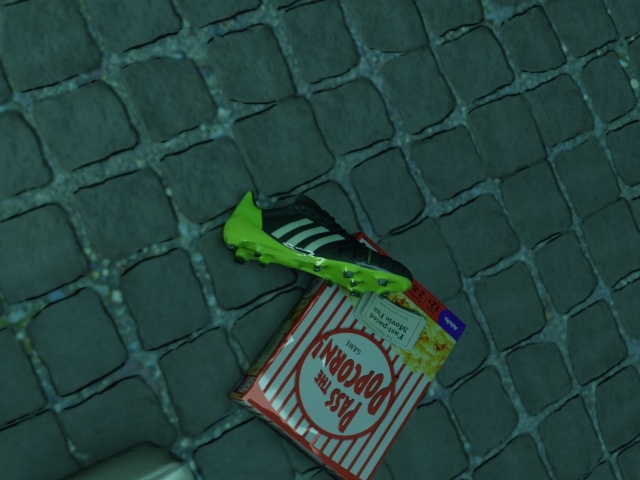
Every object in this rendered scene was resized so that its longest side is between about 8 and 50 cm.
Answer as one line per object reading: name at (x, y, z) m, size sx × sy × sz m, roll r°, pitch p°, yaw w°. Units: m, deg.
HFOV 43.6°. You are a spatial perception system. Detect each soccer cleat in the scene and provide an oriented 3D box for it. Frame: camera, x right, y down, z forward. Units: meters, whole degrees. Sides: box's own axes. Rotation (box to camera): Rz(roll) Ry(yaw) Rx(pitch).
soccer cleat at (0.000, 0.000, 0.715) m, size 0.178 × 0.060 × 0.072 m, roll 15°, pitch 67°, yaw 13°

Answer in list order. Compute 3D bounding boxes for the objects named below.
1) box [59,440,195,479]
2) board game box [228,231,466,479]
box at (-0.117, 0.326, 0.615) m, size 0.121 × 0.148 × 0.311 m, roll -22°, pitch 91°, yaw -23°
board game box at (0.030, 0.112, 0.755) m, size 0.147 × 0.045 × 0.193 m, roll 41°, pitch 70°, yaw -14°
